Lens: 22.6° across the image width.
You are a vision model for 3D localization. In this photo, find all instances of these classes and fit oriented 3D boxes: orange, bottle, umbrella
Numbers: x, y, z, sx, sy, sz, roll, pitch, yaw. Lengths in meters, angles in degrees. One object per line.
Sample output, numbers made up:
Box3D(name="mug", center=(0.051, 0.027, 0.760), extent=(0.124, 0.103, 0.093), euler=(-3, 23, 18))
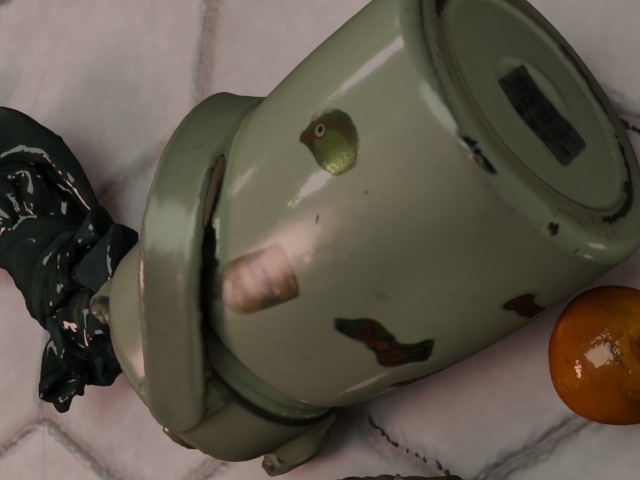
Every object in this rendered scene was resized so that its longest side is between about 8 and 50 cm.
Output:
Box3D(name="orange", center=(0.169, 0.066, 0.915), extent=(0.083, 0.083, 0.084), euler=(-13, 68, 33))
Box3D(name="bottle", center=(0.000, 0.000, 0.989), extent=(0.351, 0.229, 0.229), euler=(-36, 56, 32))
Box3D(name="umbrella", center=(-0.233, -0.016, 1.240), extent=(0.143, 0.094, 0.349), euler=(-49, 50, 8))

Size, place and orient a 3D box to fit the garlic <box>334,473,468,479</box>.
Box3D(name="garlic", center=(-0.010, 0.266, 0.968), extent=(0.237, 0.210, 0.292), euler=(19, 83, 5))
